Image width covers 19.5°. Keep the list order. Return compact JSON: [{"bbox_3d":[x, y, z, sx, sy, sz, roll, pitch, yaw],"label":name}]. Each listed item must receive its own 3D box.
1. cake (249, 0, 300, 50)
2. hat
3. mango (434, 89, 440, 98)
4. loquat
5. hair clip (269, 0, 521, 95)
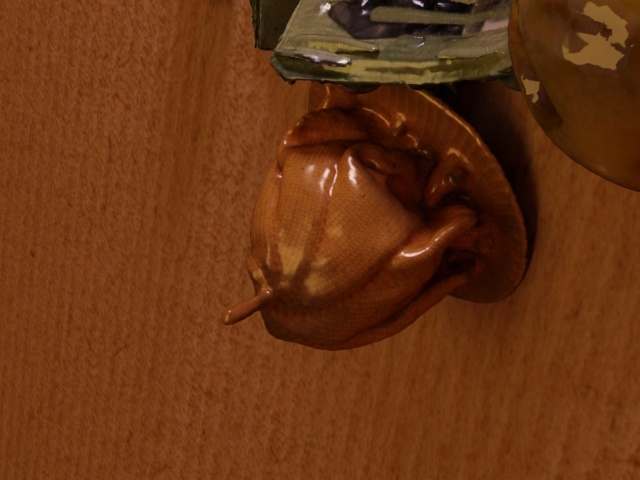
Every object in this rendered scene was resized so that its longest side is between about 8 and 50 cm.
[{"bbox_3d":[-0.026,-0.267,1.808,0.235,0.099,0.100,-106,18,-64],"label":"cake"},{"bbox_3d":[0.000,0.000,1.522,0.233,0.233,0.244,-3,116,52],"label":"hat"},{"bbox_3d":[0.053,-0.146,1.626,0.122,0.085,0.191,56,143,35],"label":"mango"},{"bbox_3d":[0.225,-0.131,1.191,0.213,0.213,0.213,26,120,58],"label":"loquat"},{"bbox_3d":[0.110,-0.164,1.437,0.321,0.091,0.138,2,57,42],"label":"hair clip"}]
